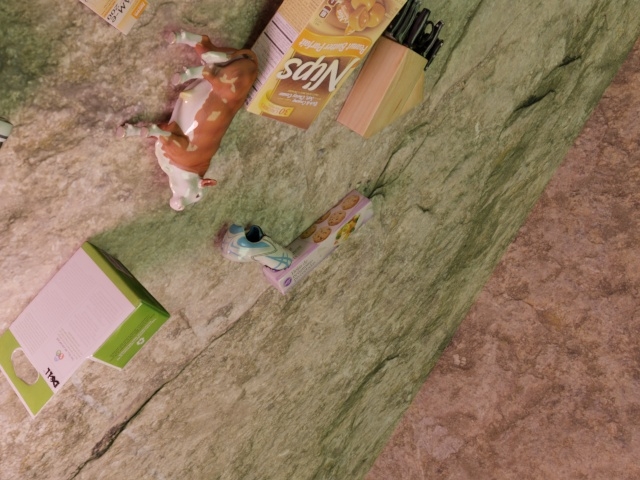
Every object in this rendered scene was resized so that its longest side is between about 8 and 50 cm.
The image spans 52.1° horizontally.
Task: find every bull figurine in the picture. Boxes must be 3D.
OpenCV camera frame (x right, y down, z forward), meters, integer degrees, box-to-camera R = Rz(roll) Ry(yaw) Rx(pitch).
[{"bbox_3d":[-0.223,-0.203,1.124,0.188,0.101,0.310,13,110,-53],"label":"bull figurine"}]

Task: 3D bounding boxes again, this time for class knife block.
[{"bbox_3d":[0.155,-0.390,1.438,0.275,0.088,0.242,-37,143,-23],"label":"knife block"}]

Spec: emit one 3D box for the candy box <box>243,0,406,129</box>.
[{"bbox_3d":[-0.007,-0.362,1.195,0.183,0.087,0.316,7,129,-53],"label":"candy box"}]

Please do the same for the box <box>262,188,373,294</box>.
[{"bbox_3d":[0.000,0.000,1.633,0.324,0.067,0.063,-40,145,-18],"label":"box"}]

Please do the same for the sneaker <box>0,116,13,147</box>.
[{"bbox_3d":[-0.528,-0.143,0.771,0.127,0.126,0.321,-61,149,2],"label":"sneaker"}]

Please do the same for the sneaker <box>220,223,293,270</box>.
[{"bbox_3d":[-0.129,0.015,1.470,0.237,0.085,0.086,14,102,-59],"label":"sneaker"}]

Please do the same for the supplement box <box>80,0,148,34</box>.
[{"bbox_3d":[-0.305,-0.351,0.940,0.062,0.036,0.098,-55,148,4],"label":"supplement box"}]

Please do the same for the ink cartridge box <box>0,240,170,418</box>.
[{"bbox_3d":[-0.421,0.159,1.138,0.255,0.189,0.097,-49,149,-4],"label":"ink cartridge box"}]
